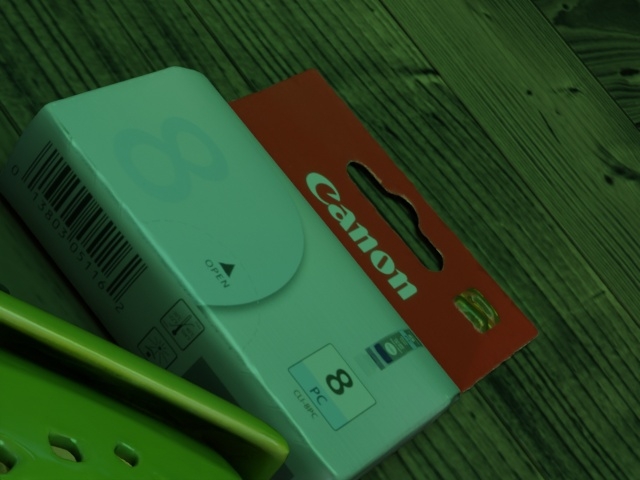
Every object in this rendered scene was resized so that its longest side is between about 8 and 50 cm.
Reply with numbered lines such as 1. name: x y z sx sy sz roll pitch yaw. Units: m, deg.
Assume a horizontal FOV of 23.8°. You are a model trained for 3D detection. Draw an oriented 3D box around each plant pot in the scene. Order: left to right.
1. plant pot: -0.149 0.163 0.711 0.227 0.228 0.207 28 33 -18

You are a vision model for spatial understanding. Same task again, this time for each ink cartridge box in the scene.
1. ink cartridge box: 0.000 0.000 1.108 0.308 0.091 0.385 50 39 10
